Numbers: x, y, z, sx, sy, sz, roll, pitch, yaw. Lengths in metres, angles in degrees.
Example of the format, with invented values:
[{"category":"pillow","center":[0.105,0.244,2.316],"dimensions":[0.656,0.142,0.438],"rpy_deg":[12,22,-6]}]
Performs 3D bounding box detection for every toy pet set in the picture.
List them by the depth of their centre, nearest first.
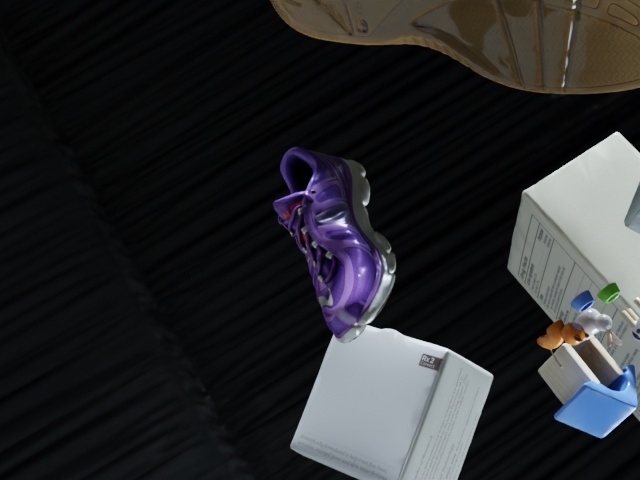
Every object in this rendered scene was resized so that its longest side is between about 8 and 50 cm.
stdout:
[{"category":"toy pet set","center":[0.206,0.085,0.674],"dimensions":[0.065,0.122,0.114],"rpy_deg":[55,-45,27]}]

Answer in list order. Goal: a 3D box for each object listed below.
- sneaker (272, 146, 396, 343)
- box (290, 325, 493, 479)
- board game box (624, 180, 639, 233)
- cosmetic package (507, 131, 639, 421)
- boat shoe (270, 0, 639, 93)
[{"category":"sneaker","center":[0.000,0.000,0.672],"dimensions":[0.071,0.068,0.170],"rpy_deg":[21,35,-31]},{"category":"box","center":[0.088,0.213,1.191],"dimensions":[0.181,0.181,0.119],"rpy_deg":[12,-15,44]},{"category":"board game box","center":[0.312,-0.017,0.365],"dimensions":[0.303,0.097,0.224],"rpy_deg":[29,-32,4]},{"category":"cosmetic package","center":[0.304,0.076,0.819],"dimensions":[0.309,0.113,0.160],"rpy_deg":[54,-11,24]},{"category":"boat shoe","center":[0.120,-0.204,0.729],"dimensions":[0.341,0.110,0.121],"rpy_deg":[18,-37,26]}]
